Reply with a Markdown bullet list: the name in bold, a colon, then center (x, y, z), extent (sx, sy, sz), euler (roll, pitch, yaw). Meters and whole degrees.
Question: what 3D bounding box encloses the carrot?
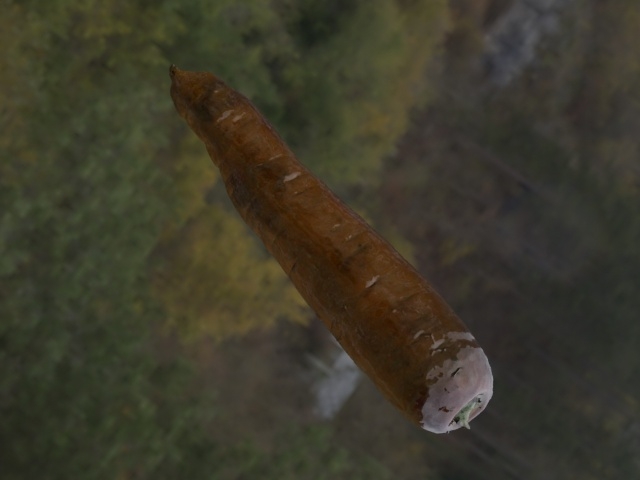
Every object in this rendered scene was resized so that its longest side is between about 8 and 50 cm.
- **carrot**: center (0.000, 0.000, 0.830), extent (0.059, 0.248, 0.059), euler (-36, 161, -14)
